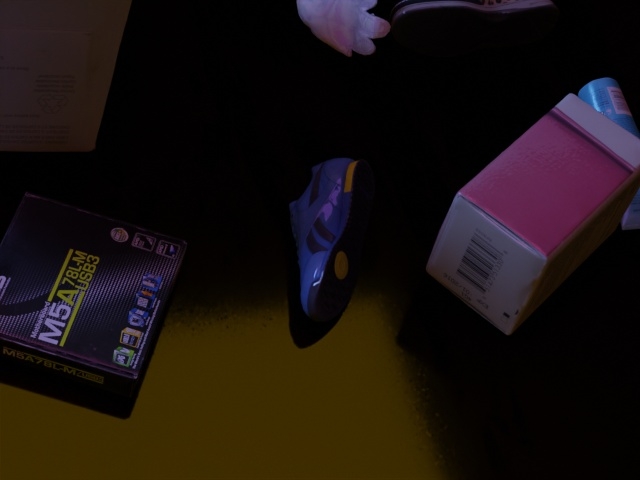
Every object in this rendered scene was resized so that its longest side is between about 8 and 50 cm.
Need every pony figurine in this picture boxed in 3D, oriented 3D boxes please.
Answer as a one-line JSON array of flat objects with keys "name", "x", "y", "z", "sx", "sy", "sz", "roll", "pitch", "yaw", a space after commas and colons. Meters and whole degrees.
[{"name": "pony figurine", "x": 0.001, "y": -0.422, "z": 1.861, "sx": 0.363, "sy": 0.302, "sz": 0.351, "roll": -29, "pitch": 33, "yaw": -27}]

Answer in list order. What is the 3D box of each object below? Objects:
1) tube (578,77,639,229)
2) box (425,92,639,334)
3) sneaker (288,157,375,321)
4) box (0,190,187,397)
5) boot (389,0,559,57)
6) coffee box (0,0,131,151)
[{"name": "tube", "x": 0.374, "y": -0.104, "z": 1.820, "sx": 0.080, "sy": 0.052, "sz": 0.207, "roll": -7, "pitch": 60, "yaw": -13}, {"name": "box", "x": 0.247, "y": -0.032, "z": 1.664, "sx": 0.127, "sy": 0.148, "sz": 0.232, "roll": 38, "pitch": 53, "yaw": 16}, {"name": "sneaker", "x": 0.000, "y": 0.000, "z": 1.642, "sx": 0.082, "sy": 0.069, "sz": 0.209, "roll": -3, "pitch": 56, "yaw": 26}, {"name": "box", "x": -0.253, "y": 0.053, "z": 1.539, "sx": 0.184, "sy": 0.045, "sz": 0.190, "roll": 19, "pitch": 50, "yaw": -2}, {"name": "boot", "x": 0.173, "y": -0.329, "z": 1.921, "sx": 0.236, "sy": 0.085, "sz": 0.178, "roll": -7, "pitch": 52, "yaw": -23}, {"name": "coffee box", "x": -0.398, "y": -0.330, "z": 1.604, "sx": 0.338, "sy": 0.338, "sz": 0.334, "roll": 0, "pitch": 53, "yaw": -18}]
